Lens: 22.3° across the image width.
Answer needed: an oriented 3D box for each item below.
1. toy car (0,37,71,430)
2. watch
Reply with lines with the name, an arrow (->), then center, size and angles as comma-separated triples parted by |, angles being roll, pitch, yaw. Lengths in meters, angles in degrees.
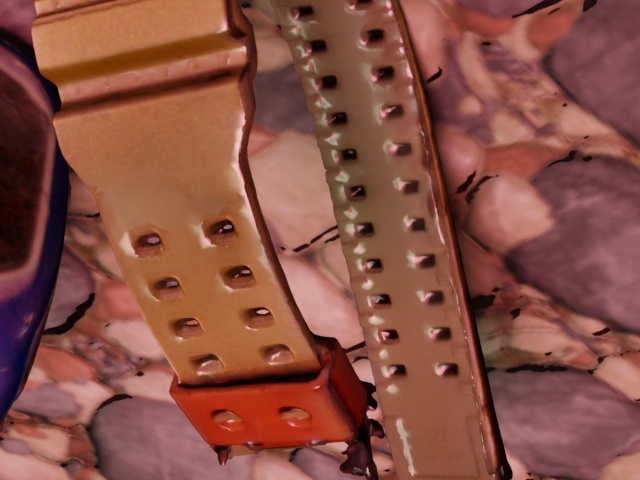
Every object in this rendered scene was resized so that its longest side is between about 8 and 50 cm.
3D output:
toy car -> -0.188, 0.018, 0.608 | 0.158, 0.172, 0.235 | 15, 142, -19
watch -> -0.004, -0.004, 0.507 | 0.102, 0.165, 0.268 | -8, 109, 23
